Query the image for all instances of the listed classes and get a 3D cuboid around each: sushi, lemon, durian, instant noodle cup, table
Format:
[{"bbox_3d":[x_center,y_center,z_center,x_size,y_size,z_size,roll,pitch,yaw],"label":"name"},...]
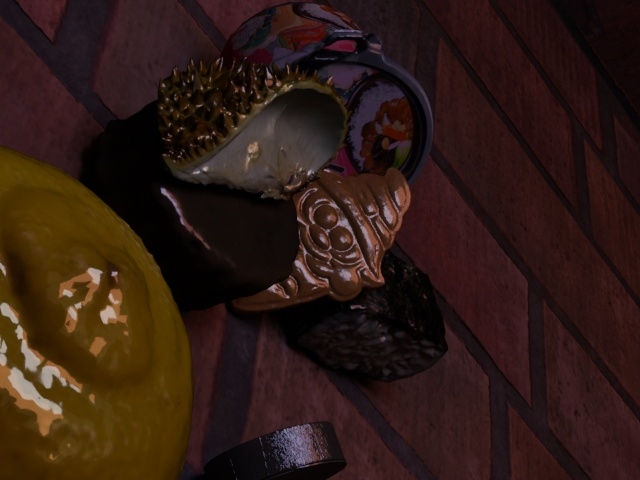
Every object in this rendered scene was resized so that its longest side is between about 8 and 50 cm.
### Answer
[{"bbox_3d":[0.049,0.077,2.035,0.225,0.124,0.127,24,45,-48],"label":"sushi"},{"bbox_3d":[-0.250,0.102,1.120,0.348,0.348,0.348,46,30,-36],"label":"lemon"},{"bbox_3d":[-0.074,-0.114,1.743,0.252,0.144,0.139,14,90,-62],"label":"durian"},{"bbox_3d":[-0.018,-0.157,2.018,0.258,0.302,0.182,8,37,-25],"label":"instant noodle cup"},{"bbox_3d":[-0.044,0.217,1.690,0.133,0.133,0.043,12,55,-61],"label":"table"}]

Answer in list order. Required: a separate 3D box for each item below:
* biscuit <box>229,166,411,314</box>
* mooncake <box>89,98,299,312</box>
[{"bbox_3d":[0.000,0.000,1.920,0.162,0.250,0.035,48,-18,9],"label":"biscuit"},{"bbox_3d":[-0.132,-0.036,1.781,0.228,0.124,0.228,38,38,-38],"label":"mooncake"}]
